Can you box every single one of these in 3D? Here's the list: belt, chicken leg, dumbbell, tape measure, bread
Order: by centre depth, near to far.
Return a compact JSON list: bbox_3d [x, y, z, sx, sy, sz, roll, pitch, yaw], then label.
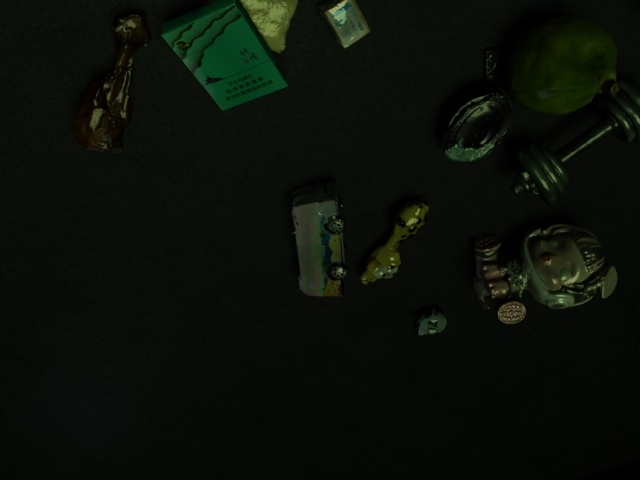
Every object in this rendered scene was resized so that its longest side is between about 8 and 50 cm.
[{"bbox_3d":[-0.142,-0.455,1.238,0.179,0.060,0.139,9,123,-21],"label":"bread"},{"bbox_3d":[-0.413,-0.317,1.261,0.113,0.093,0.304,9,117,-42],"label":"chicken leg"},{"bbox_3d":[0.365,-0.277,1.494,0.151,0.078,0.198,26,121,-24],"label":"belt"},{"bbox_3d":[0.648,-0.242,1.542,0.406,0.179,0.179,-37,127,12],"label":"dumbbell"},{"bbox_3d":[0.333,0.244,1.897,0.094,0.054,0.091,-12,127,5],"label":"tape measure"}]

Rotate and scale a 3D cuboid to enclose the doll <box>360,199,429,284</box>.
[{"bbox_3d":[0.196,0.010,1.665,0.117,0.086,0.291,-7,136,-49],"label":"doll"}]

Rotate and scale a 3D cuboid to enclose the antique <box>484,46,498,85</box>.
[{"bbox_3d":[0.404,-0.363,1.486,0.031,0.015,0.191,-14,128,-4],"label":"antique"}]

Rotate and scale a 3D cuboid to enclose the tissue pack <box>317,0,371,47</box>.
[{"bbox_3d":[0.049,-0.458,1.290,0.074,0.058,0.094,-31,128,6],"label":"tissue pack"}]

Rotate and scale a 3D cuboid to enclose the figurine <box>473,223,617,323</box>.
[{"bbox_3d":[0.613,0.077,1.759,0.362,0.252,0.211,-16,172,6],"label":"figurine"}]

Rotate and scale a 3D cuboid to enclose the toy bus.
[{"bbox_3d":[0.000,0.000,1.595,0.138,0.112,0.316,-5,127,1],"label":"toy bus"}]

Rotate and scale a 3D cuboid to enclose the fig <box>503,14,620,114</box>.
[{"bbox_3d":[0.553,-0.371,1.354,0.233,0.314,0.232,-13,113,-33],"label":"fig"}]

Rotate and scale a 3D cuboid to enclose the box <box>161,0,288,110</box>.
[{"bbox_3d":[-0.185,-0.367,1.248,0.161,0.042,0.226,-17,146,16],"label":"box"}]
